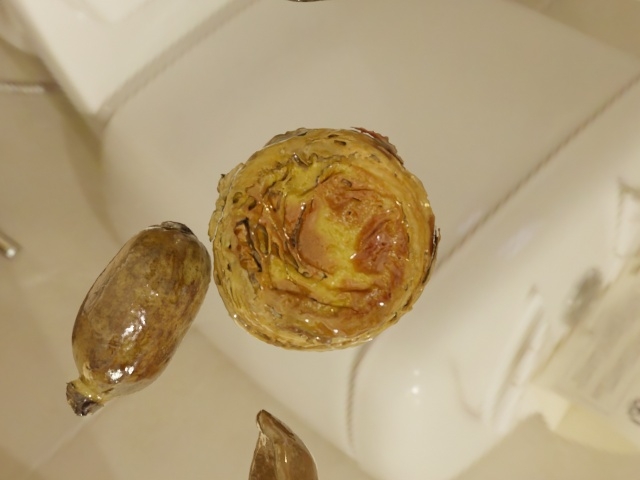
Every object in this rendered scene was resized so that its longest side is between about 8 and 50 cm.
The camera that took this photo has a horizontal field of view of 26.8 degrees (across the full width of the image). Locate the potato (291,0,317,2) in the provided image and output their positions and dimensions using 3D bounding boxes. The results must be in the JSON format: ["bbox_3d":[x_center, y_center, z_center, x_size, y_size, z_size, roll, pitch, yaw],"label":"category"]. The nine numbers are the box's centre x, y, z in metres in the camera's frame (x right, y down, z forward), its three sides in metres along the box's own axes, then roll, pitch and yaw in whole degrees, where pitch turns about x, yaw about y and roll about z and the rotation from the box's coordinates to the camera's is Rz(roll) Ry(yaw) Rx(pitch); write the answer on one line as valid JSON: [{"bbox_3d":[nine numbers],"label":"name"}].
[{"bbox_3d":[-0.024,-0.282,1.093,0.269,0.255,0.112,-9,117,-15],"label":"potato"}]

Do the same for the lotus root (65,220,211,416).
[{"bbox_3d":[-0.226,0.096,1.620,0.260,0.128,0.145,-61,165,-10],"label":"lotus root"}]

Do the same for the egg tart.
[{"bbox_3d":[0.000,0.000,1.621,0.297,0.297,0.132,-50,167,-15],"label":"egg tart"}]

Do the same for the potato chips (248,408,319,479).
[{"bbox_3d":[-0.028,0.265,1.332,0.061,0.195,0.208,-6,91,-12],"label":"potato chips"}]
